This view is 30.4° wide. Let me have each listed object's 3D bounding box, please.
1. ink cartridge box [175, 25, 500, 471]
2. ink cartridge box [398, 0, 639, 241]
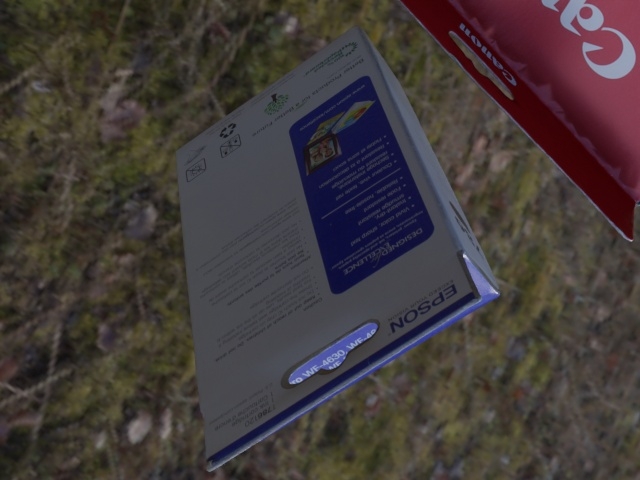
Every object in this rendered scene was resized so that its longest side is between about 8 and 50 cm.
[{"bbox_3d":[0.000,0.000,0.703,0.165,0.333,0.065,-32,121,12],"label":"ink cartridge box"},{"bbox_3d":[0.170,-0.189,0.818,0.130,0.309,0.272,-41,-171,30],"label":"ink cartridge box"}]
